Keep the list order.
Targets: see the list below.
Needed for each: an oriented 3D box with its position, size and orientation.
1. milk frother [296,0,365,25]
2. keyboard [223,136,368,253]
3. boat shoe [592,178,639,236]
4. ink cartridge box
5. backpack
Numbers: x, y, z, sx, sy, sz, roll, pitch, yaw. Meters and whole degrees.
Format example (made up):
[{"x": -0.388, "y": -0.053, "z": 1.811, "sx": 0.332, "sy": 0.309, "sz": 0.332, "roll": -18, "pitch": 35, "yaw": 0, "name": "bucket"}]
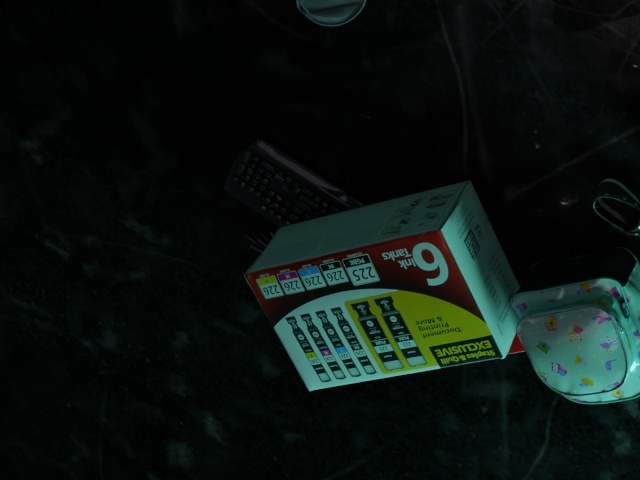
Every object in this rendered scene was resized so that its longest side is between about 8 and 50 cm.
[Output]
[{"x": 0.009, "y": -0.331, "z": 1.540, "sx": 0.143, "sy": 0.135, "sz": 0.129, "roll": 40, "pitch": 106, "yaw": -8, "name": "milk frother"}, {"x": 0.000, "y": 0.000, "z": 1.908, "sx": 0.317, "sy": 0.033, "sz": 0.201, "roll": 34, "pitch": 137, "yaw": 5, "name": "keyboard"}, {"x": 0.386, "y": -0.022, "z": 1.634, "sx": 0.133, "sy": 0.042, "sz": 0.049, "roll": 34, "pitch": 135, "yaw": 1, "name": "boat shoe"}, {"x": 0.103, "y": 0.093, "z": 1.813, "sx": 0.309, "sy": 0.130, "sz": 0.272, "roll": -14, "pitch": 115, "yaw": 33, "name": "ink cartridge box"}, {"x": 0.345, "y": 0.120, "z": 1.710, "sx": 0.166, "sy": 0.144, "sz": 0.188, "roll": -16, "pitch": 120, "yaw": 34, "name": "backpack"}]
